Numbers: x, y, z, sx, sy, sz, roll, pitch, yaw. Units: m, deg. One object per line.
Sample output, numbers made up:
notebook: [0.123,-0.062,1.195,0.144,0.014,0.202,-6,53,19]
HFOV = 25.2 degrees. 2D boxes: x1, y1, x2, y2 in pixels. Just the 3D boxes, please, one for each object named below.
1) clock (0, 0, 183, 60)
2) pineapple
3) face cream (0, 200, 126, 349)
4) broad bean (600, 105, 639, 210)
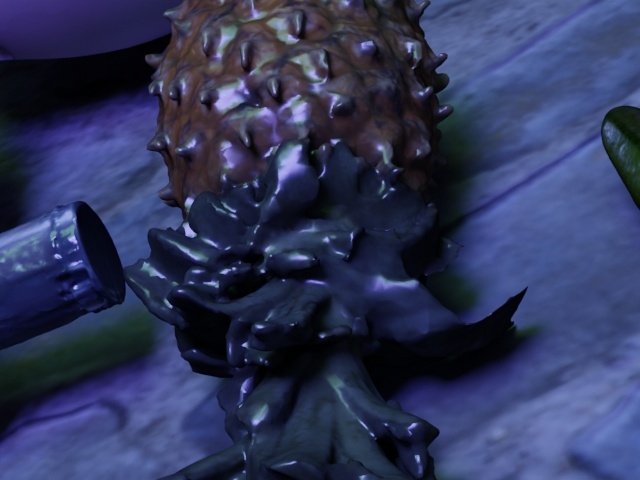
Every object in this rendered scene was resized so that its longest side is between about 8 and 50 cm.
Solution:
clock: [-0.137,-0.276,0.942,0.376,0.250,0.368,-26,30,-20]
pineapple: [0.000,0.000,0.619,0.170,0.141,0.310,1,45,-3]
face cream: [-0.235,0.057,0.683,0.291,0.144,0.071,-23,27,10]
broad bean: [0.180,-0.006,0.571,0.061,0.046,0.195,-34,38,-29]
